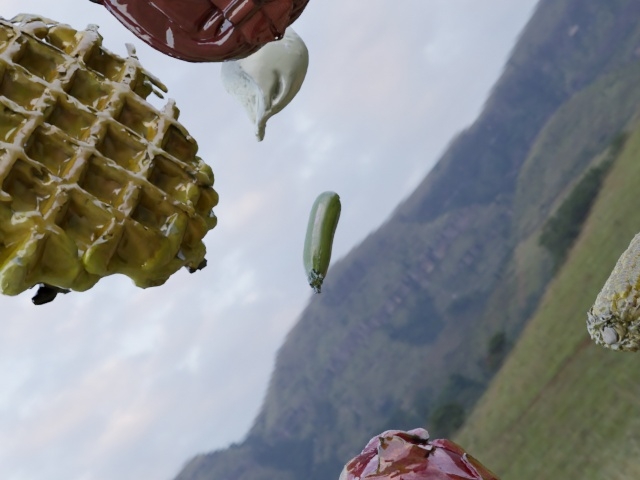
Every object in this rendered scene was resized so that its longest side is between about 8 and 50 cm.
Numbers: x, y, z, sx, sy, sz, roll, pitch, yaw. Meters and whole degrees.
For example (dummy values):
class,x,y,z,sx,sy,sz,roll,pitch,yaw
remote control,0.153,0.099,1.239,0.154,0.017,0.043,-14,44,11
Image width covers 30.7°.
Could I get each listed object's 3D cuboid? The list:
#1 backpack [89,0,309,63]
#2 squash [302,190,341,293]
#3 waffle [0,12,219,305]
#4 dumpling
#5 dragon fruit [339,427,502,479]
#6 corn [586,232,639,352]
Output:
class,x,y,z,sx,sy,sz,roll,pitch,yaw
backpack,-0.101,-0.261,1.019,0.229,0.229,0.139,-48,7,-6
squash,0.000,0.000,1.811,0.052,0.052,0.183,103,177,-59
waffle,-0.292,-0.104,1.237,0.382,0.380,0.095,-14,-28,-45
dumpling,-0.078,-0.210,1.530,0.155,0.111,0.181,104,-168,-63
dragon fruit,0.125,0.365,1.312,0.250,0.250,0.315,102,-177,-60
corn,0.494,0.061,1.763,0.318,0.115,0.115,-47,-13,-45
